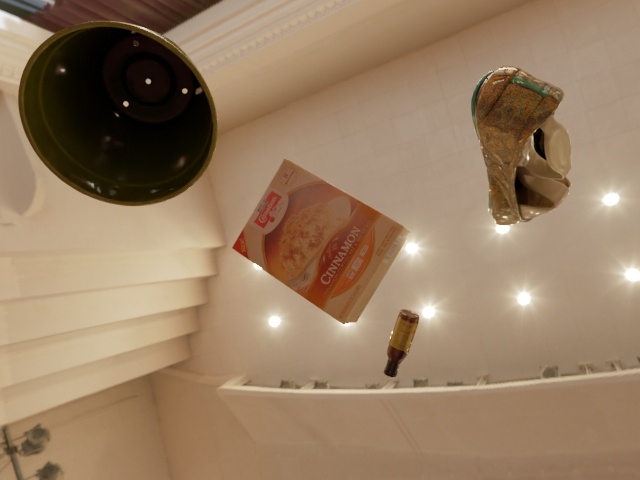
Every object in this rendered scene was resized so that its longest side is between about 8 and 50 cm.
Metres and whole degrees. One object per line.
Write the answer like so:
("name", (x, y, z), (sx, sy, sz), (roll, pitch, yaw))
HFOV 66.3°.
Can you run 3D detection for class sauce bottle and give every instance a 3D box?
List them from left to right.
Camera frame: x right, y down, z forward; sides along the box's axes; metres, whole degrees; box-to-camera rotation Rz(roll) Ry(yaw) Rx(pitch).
("sauce bottle", (0.148, 0.193, 0.912), (0.042, 0.042, 0.128), (22, -73, 23))

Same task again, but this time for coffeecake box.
("coffeecake box", (0.000, 0.000, 0.648), (0.186, 0.068, 0.142), (32, -86, 20))

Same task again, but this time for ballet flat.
("ballet flat", (0.296, -0.100, 0.694), (0.123, 0.348, 0.123), (-11, -120, 20))

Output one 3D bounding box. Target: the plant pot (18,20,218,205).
("plant pot", (-0.410, -0.321, 1.102), (0.367, 0.353, 0.366), (-4, -58, -7))
